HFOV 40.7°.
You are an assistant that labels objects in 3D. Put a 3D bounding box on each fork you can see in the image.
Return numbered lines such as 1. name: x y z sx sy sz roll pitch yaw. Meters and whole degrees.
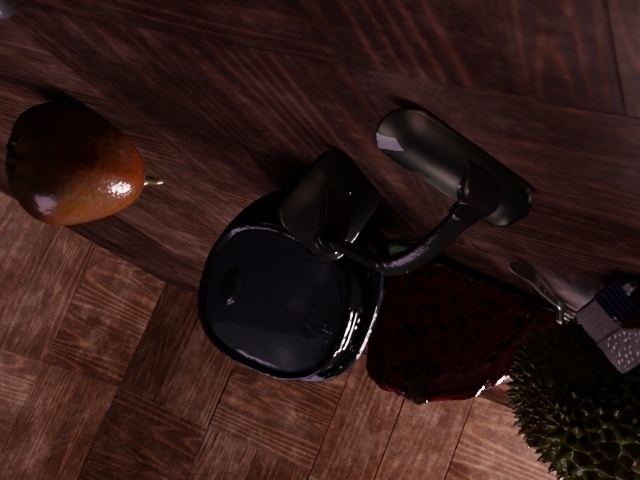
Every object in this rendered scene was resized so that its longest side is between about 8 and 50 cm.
1. fork: 0.324 0.081 1.241 0.028 0.034 0.219 0 156 44

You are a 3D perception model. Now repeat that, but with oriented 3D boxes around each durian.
1. durian: 0.399 0.227 1.184 0.291 0.291 0.224 20 159 12

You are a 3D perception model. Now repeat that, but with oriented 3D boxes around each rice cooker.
1. rice cooker: -0.028 0.059 1.220 0.267 0.267 0.224 20 -163 12

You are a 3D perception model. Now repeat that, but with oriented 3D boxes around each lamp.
1. lamp: 0.053 -0.052 0.936 0.203 0.124 0.283 42 158 -32

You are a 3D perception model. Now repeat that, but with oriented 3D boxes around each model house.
1. model house: 0.388 0.089 1.058 0.101 0.087 0.100 52 151 17

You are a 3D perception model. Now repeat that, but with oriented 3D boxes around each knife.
1. knife: 0.123 0.013 1.370 0.054 0.015 0.212 19 171 -24

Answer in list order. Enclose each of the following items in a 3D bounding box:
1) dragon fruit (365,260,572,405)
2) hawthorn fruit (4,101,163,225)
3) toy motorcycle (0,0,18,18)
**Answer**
1. dragon fruit: 0.232 0.133 1.357 0.330 0.302 0.240 3 136 9
2. hawthorn fruit: -0.368 -0.112 1.363 0.251 0.199 0.199 11 177 -33
3. toy motorcycle: -0.379 -0.269 0.873 0.151 0.074 0.228 32 157 -19
